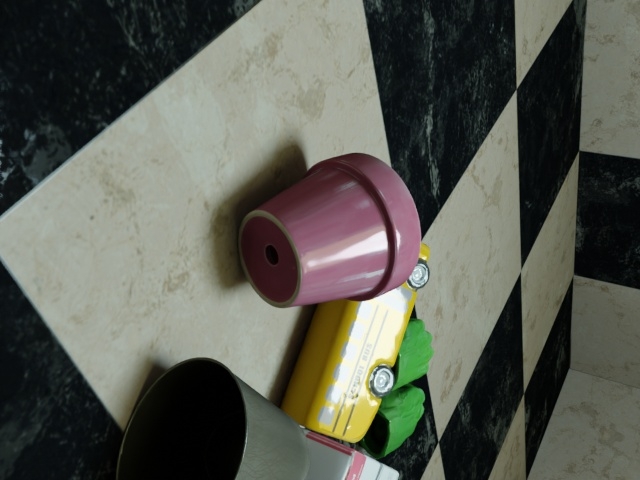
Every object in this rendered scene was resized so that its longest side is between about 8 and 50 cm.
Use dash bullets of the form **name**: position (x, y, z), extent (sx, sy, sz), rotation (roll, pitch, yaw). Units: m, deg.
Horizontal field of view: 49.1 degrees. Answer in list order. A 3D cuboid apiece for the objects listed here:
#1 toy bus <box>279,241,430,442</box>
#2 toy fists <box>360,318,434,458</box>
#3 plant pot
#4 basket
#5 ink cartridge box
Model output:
- **toy bus**: position (0.058, 0.141, 1.110), extent (0.130, 0.108, 0.332), rotation (26, 77, -29)
- **toy fists**: position (0.149, 0.285, 1.376), extent (0.142, 0.096, 0.279), rotation (-14, 116, -47)
- **plant pot**: position (0.000, 0.000, 0.921), extent (0.180, 0.201, 0.201), rotation (-21, 121, -38)
- **basket**: position (-0.113, 0.261, 0.863), extent (0.227, 0.154, 0.204), rotation (40, 69, -62)
- **ink cartridge box**: position (0.010, 0.360, 1.097), extent (0.218, 0.159, 0.092), rotation (45, 64, -56)
